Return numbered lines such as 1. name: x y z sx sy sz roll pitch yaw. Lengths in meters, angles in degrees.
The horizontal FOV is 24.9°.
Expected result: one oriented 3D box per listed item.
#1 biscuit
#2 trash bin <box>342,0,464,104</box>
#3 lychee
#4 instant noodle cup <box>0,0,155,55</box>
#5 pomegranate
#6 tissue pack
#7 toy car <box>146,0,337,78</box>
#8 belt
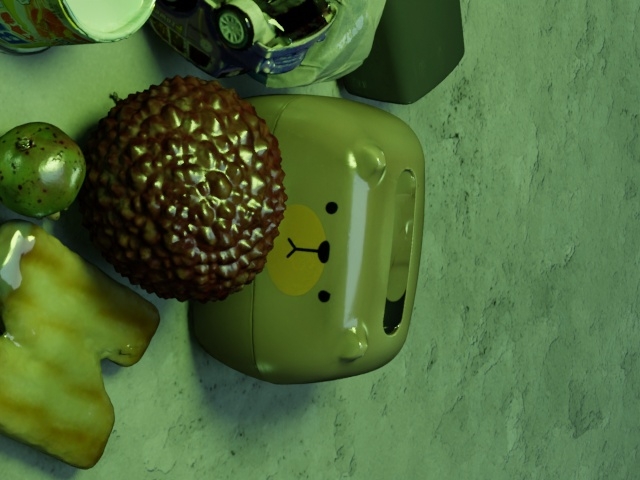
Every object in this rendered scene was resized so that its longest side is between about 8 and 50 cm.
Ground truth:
1. biscuit: -0.325 0.129 1.746 0.290 0.062 0.237 37 68 -49
2. trash bin: 0.100 -0.359 2.082 0.209 0.182 0.290 -46 136 -36
3. lychee: -0.167 -0.068 1.758 0.264 0.300 0.264 -25 154 -13
4. instant noodle cup: -0.287 -0.307 1.626 0.205 0.153 0.205 -13 107 -49
5. pomegranate: -0.324 -0.070 1.674 0.114 0.114 0.142 -58 161 -25
6. tissue pack: 0.000 0.000 1.958 0.267 0.276 0.387 0 99 -54
7. toy car: -0.104 -0.286 1.795 0.172 0.235 0.158 -36 158 -37
8. belt: -0.020 -0.374 1.882 0.117 0.212 0.347 -22 119 -58
